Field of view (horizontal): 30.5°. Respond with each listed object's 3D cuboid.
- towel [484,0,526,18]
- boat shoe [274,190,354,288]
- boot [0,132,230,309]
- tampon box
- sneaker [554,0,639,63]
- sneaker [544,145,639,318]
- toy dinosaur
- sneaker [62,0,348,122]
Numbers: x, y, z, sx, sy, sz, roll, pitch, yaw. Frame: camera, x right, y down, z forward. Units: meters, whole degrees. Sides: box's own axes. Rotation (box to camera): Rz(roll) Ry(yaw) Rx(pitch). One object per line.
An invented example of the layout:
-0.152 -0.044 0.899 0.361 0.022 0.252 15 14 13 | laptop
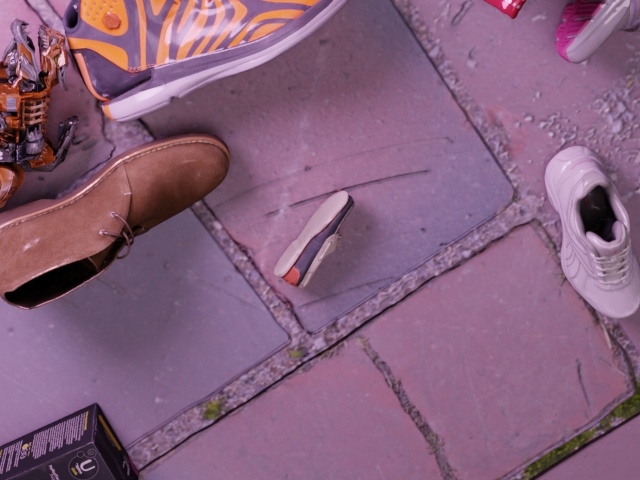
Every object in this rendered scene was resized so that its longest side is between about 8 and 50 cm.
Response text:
0.208 -0.391 1.219 0.031 0.199 0.275 12 114 -50 | towel
0.000 0.000 1.409 0.043 0.049 0.137 33 107 -20 | boat shoe
-0.228 -0.016 1.319 0.305 0.115 0.112 -27 134 -7 | boot
-0.325 0.302 1.461 0.161 0.101 0.120 -24 112 2 | tampon box
0.378 -0.278 1.313 0.252 0.103 0.111 -40 108 10 | sneaker
0.336 0.007 1.411 0.090 0.115 0.232 -24 112 4 | sneaker
-0.392 -0.098 1.281 0.218 0.164 0.322 19 95 -29 | toy dinosaur
-0.129 -0.266 1.250 0.321 0.124 0.180 -26 113 4 | sneaker
